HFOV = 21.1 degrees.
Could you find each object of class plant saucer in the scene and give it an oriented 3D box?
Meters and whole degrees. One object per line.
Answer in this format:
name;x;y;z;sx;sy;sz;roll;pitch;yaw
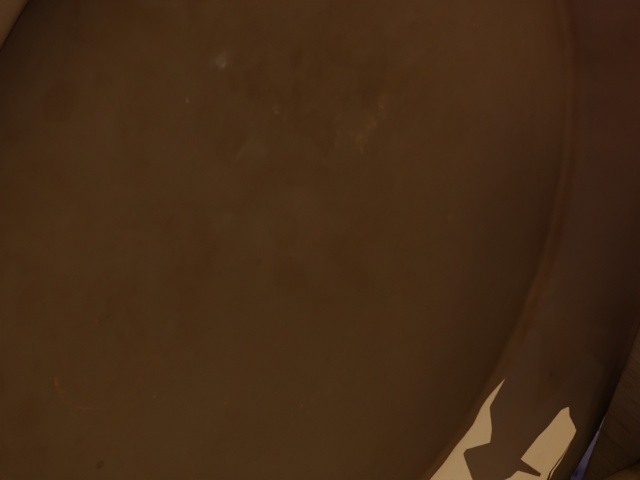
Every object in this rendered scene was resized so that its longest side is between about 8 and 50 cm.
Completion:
plant saucer;0.000;0.000;0.445;0.278;0.278;0.041;-35;40;-29

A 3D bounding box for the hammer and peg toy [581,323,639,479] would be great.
hammer and peg toy;0.209;0.099;0.378;0.127;0.266;0.361;-19;49;-33
